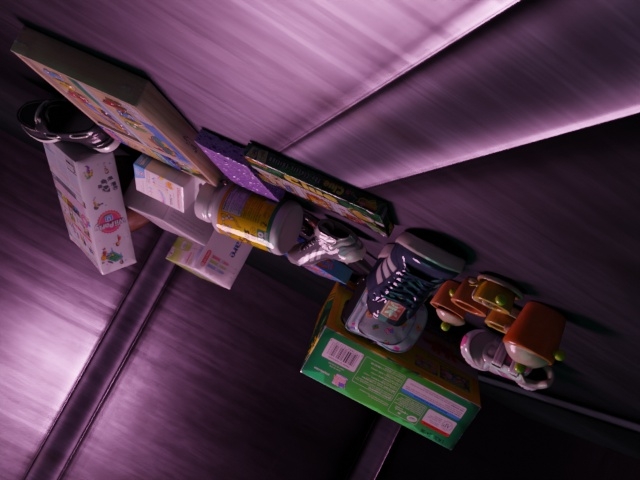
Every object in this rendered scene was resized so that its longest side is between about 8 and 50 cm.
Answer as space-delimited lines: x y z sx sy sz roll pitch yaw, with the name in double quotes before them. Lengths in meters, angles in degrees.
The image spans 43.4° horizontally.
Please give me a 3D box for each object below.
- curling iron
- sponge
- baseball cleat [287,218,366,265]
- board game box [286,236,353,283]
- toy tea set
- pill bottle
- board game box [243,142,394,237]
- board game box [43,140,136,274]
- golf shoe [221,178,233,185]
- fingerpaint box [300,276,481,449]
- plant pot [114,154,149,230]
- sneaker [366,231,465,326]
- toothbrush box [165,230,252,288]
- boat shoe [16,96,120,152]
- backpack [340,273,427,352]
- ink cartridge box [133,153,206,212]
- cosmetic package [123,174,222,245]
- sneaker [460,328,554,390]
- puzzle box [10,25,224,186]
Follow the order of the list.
"curling iron" 0.038 0.010 1.780 0.274 0.035 0.068 34 163 -31
"sponge" -0.147 -0.135 1.507 0.117 0.031 0.210 25 172 19
"baseball cleat" 0.000 0.000 1.675 0.206 0.072 0.109 -5 131 37
"board game box" -0.036 0.041 2.173 0.210 0.047 0.160 32 171 -31
"toy tea set" 0.313 0.159 1.502 0.200 0.124 0.336 29 172 -7
"pill bottle" -0.151 -0.055 1.663 0.208 0.118 0.117 20 170 20
"board game box" 0.000 -0.084 1.365 0.259 0.030 0.136 25 169 17
"board game box" -0.554 -0.103 1.930 0.224 0.097 0.303 35 139 45
"golf shoe" -0.170 -0.088 1.814 0.086 0.067 0.186 -15 152 2
"fingerpaint box" 0.196 0.316 2.184 0.444 0.163 0.371 28 -159 -2
"plant pot" -0.479 -0.133 2.099 0.215 0.215 0.230 33 157 -31
"sneaker" 0.156 0.082 1.455 0.131 0.148 0.350 28 171 0
"toothbrush box" -0.288 0.000 2.180 0.122 0.206 0.283 32 171 -25
"boat shoe" -0.577 -0.275 1.798 0.302 0.114 0.091 10 165 26
"backpack" 0.168 0.184 1.978 0.188 0.166 0.144 28 -178 -19
"ink cartridge box" -0.317 -0.137 1.740 0.143 0.090 0.092 26 145 11
"cosmetic package" -0.341 -0.102 1.909 0.183 0.151 0.151 20 170 42
"sneaker" 0.460 0.284 1.935 0.252 0.103 0.111 23 169 -10
"puzzle box" -0.357 -0.236 1.500 0.272 0.052 0.409 26 172 18
